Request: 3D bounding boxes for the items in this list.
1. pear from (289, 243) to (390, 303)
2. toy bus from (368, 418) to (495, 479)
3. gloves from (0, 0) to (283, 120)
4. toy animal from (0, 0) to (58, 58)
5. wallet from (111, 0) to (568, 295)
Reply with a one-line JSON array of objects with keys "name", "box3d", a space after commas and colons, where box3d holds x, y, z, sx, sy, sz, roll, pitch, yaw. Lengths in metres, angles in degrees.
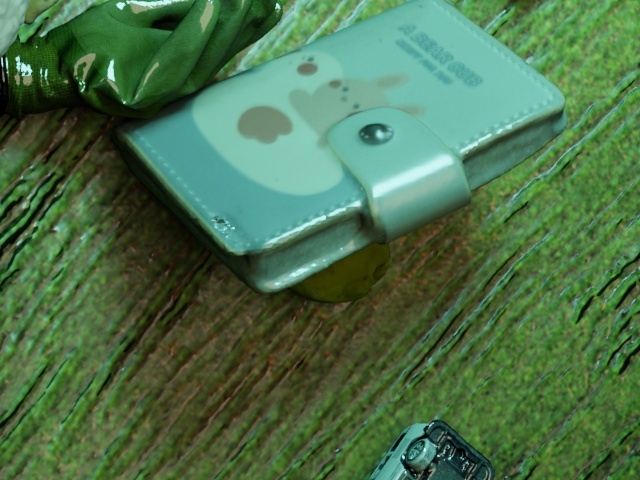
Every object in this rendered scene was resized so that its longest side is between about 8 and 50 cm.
[{"name": "pear", "box3d": [0.000, 0.000, 1.483, 0.131, 0.107, 0.107, 30, 76, 5]}, {"name": "toy bus", "box3d": [0.069, 0.260, 1.506, 0.087, 0.089, 0.194, 41, 74, -17]}, {"name": "gloves", "box3d": [-0.159, -0.164, 1.418, 0.268, 0.135, 0.107, -18, 138, -6]}, {"name": "toy animal", "box3d": [-0.346, -0.208, 1.291, 0.226, 0.188, 0.358, 23, 79, 9]}, {"name": "wallet", "box3d": [0.027, -0.093, 1.443, 0.360, 0.252, 0.083, -26, 138, -20]}]
